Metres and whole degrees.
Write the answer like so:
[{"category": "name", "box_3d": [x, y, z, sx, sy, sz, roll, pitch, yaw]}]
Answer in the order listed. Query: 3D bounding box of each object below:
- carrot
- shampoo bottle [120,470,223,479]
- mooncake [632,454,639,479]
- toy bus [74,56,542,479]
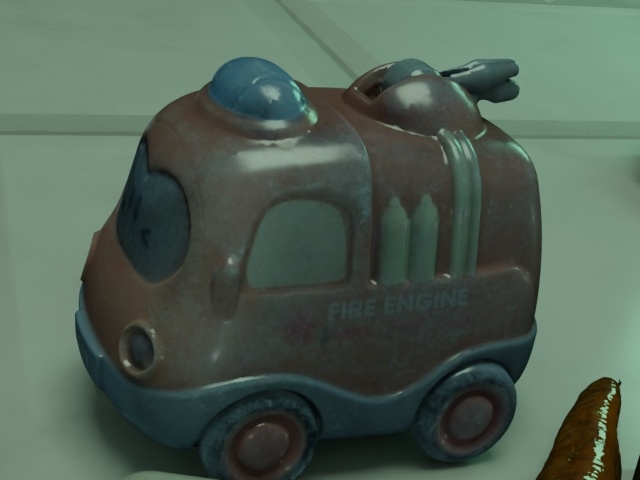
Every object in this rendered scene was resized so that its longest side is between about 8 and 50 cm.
[{"category": "carrot", "box_3d": [0.158, 0.131, 0.701, 0.057, 0.057, 0.224, 14, 22, 15]}, {"category": "shampoo bottle", "box_3d": [0.000, 0.165, 0.575, 0.220, 0.051, 0.108, 7, 22, 1]}, {"category": "mooncake", "box_3d": [0.305, 0.138, 0.597, 0.284, 0.156, 0.284, 5, 23, -2]}, {"category": "toy bus", "box_3d": [0.000, 0.000, 0.720, 0.294, 0.232, 0.197, -3, 26, -22]}]
